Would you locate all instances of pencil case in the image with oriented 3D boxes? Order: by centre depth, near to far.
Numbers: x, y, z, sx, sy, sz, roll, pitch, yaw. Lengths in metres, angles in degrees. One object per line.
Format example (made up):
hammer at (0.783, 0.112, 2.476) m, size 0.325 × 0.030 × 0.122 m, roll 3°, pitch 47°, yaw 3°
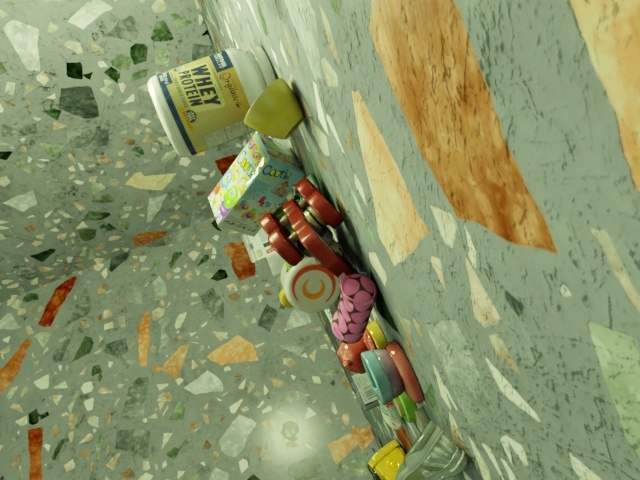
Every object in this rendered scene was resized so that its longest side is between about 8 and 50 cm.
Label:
pencil case at (0.075, 0.165, 1.264) m, size 0.098 × 0.095 × 0.209 m, roll 28°, pitch 141°, yaw 15°

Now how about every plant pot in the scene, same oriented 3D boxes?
plant pot at (-0.095, -0.287, 1.197) m, size 0.095 × 0.134 × 0.134 m, roll 42°, pitch 174°, yaw -2°

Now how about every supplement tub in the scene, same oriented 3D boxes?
supplement tub at (-0.278, -0.382, 1.419) m, size 0.228 × 0.316 × 0.228 m, roll 157°, pitch 90°, yaw -83°

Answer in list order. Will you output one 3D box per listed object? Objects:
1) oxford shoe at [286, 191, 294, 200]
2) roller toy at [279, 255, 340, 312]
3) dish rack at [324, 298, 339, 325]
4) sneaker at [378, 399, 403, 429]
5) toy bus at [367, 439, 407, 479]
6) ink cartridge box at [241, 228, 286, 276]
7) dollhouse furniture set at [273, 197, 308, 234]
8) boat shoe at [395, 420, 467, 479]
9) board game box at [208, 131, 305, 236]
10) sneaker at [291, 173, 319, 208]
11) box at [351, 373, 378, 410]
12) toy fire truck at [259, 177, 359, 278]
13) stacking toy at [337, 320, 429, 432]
oxford shoe at (-0.149, -0.154, 2.019) m, size 0.130 × 0.123 × 0.348 m, roll 21°, pitch -131°, yaw -37°
roller toy at (-0.033, 0.132, 1.730) m, size 0.146 × 0.191 × 0.209 m, roll -130°, pitch 47°, yaw -72°
dish rack at (0.022, 0.184, 2.003) m, size 0.285 × 0.072 × 0.333 m, roll -124°, pitch 13°, yaw -55°
sneaker at (0.217, 0.528, 1.655) m, size 0.075 × 0.057 × 0.161 m, roll 77°, pitch 172°, yaw -84°
toy bus at (0.298, 0.877, 1.919) m, size 0.211 × 0.149 × 0.220 m, roll 39°, pitch 158°, yaw 41°
ink cartridge box at (-0.232, 0.035, 2.650) m, size 0.309 × 0.271 × 0.130 m, roll -122°, pitch 12°, yaw -58°
dollhouse furniture set at (-0.055, -0.073, 1.793) m, size 0.301 × 0.151 × 0.198 m, roll 50°, pitch -152°, yaw -42°
boat shoe at (0.237, 0.482, 1.117) m, size 0.103 × 0.118 × 0.320 m, roll 33°, pitch 150°, yaw 23°
board game box at (-0.201, -0.168, 1.608) m, size 0.144 × 0.275 × 0.142 m, roll 19°, pitch -148°, yaw -43°
sneaker at (-0.042, -0.121, 1.465) m, size 0.166 × 0.076 × 0.065 m, roll 78°, pitch 168°, yaw -58°
box at (0.185, 0.609, 2.117) m, size 0.137 × 0.072 × 0.126 m, roll 78°, pitch 168°, yaw -60°
toy fire truck at (0.000, 0.000, 1.317) m, size 0.254 × 0.169 × 0.302 m, roll 44°, pitch -175°, yaw -26°
stacking toy at (0.155, 0.373, 1.321) m, size 0.309 × 0.130 × 0.280 m, roll -163°, pitch 50°, yaw -82°
